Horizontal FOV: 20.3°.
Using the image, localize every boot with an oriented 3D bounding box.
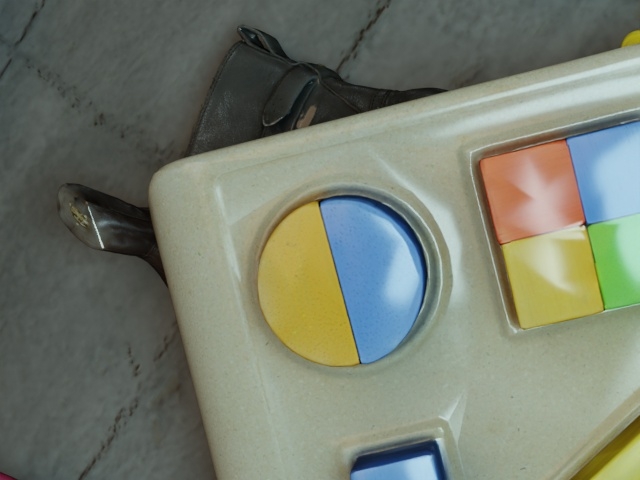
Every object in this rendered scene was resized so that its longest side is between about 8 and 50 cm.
[{"bbox_3d":[-0.114,0.010,1.158,0.037,0.114,0.106,-47,63,10],"label":"boot"},{"bbox_3d":[0.000,0.000,1.133,0.229,0.091,0.263,10,82,34],"label":"boot"}]

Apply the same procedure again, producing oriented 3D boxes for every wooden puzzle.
[{"bbox_3d":[0.094,0.078,0.975,0.347,0.080,0.322,-14,92,12],"label":"wooden puzzle"}]

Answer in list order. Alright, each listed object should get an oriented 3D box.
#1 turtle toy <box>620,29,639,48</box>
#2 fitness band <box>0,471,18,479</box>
[{"bbox_3d":[0.223,-0.072,1.031,0.130,0.095,0.066,41,119,28],"label":"turtle toy"},{"bbox_3d":[-0.281,0.248,1.149,0.290,0.054,0.209,-7,75,24],"label":"fitness band"}]
